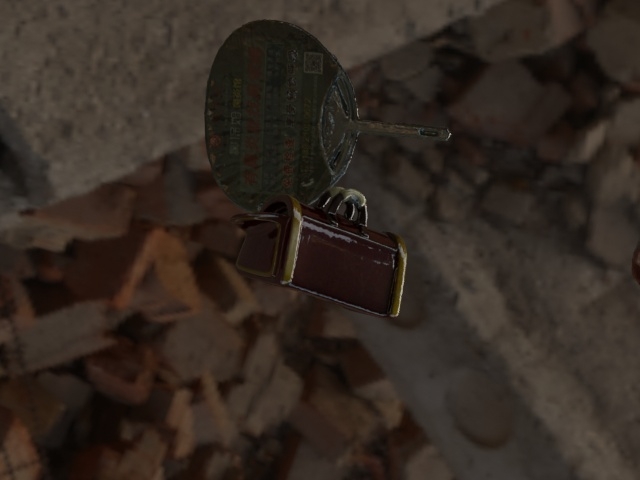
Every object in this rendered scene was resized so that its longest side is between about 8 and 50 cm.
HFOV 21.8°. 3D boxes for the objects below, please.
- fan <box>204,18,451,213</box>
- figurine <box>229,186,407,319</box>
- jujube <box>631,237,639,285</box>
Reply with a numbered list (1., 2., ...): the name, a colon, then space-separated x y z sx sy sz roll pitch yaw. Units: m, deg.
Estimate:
1. fan: -0.018 -0.159 1.904 0.012 0.294 0.223 -15 81 -64
2. figurine: -0.001 0.000 1.353 0.154 0.082 0.098 21 88 -30
3. jujube: 0.478 0.006 1.600 0.342 0.216 0.216 -28 124 9
